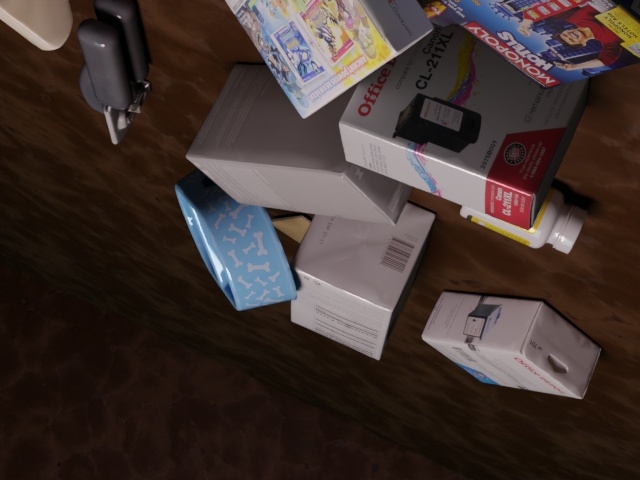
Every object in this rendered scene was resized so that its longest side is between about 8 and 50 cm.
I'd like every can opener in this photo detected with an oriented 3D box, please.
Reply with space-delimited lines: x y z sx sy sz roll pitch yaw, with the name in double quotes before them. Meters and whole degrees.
"can opener" -0.250 -0.197 1.393 0.095 0.076 0.283 24 162 5

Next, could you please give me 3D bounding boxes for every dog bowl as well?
"dog bowl" -0.112 -0.008 1.522 0.297 0.074 0.166 -139 28 -68

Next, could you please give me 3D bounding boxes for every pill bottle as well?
"pill bottle" 0.204 -0.031 1.227 0.116 0.065 0.065 25 163 7

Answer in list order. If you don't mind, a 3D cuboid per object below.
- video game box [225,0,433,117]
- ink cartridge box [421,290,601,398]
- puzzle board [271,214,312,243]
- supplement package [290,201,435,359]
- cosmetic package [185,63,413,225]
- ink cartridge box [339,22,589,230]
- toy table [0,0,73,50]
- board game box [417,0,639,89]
"video game box" -0.017 -0.203 0.945 0.187 0.048 0.205 59 159 -4
"ink cartridge box" 0.254 0.139 1.639 0.139 0.082 0.190 37 159 -32
"puzzle board" 0.000 0.000 1.727 0.128 0.011 0.096 33 161 -24
"supplement package" 0.048 0.039 1.540 0.134 0.139 0.244 24 163 7
"cosmetic package" -0.009 -0.101 1.236 0.238 0.127 0.107 14 159 42
"ink cartridge box" 0.119 -0.104 1.024 0.175 0.127 0.072 22 162 15
"toy table" -0.279 -0.293 1.001 0.252 0.161 0.274 33 163 -21
"board game box" 0.130 -0.190 0.870 0.194 0.060 0.194 33 163 -22
